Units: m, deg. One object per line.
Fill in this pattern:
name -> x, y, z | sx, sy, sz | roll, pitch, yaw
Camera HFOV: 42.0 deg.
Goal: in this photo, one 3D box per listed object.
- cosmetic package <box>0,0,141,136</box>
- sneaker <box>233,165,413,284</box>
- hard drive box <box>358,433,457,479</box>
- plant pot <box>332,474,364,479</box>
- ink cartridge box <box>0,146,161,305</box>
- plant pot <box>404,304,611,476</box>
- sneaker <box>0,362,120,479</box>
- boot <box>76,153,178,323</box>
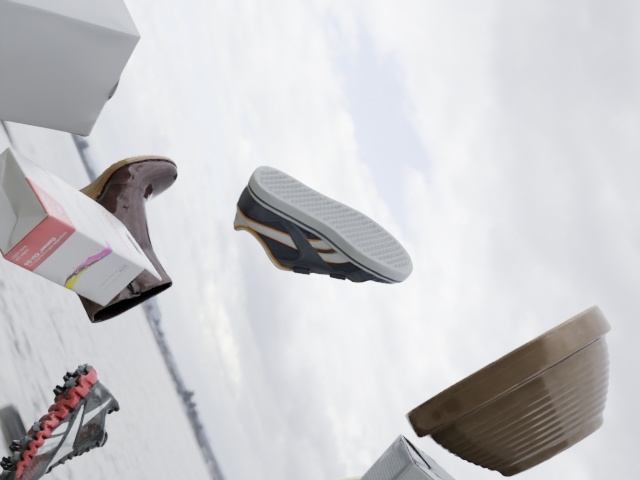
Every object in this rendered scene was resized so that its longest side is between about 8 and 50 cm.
cosmetic package -> -0.450, -0.279, 1.091 | 0.197, 0.365, 0.155 | -50, -128, 30
sneaker -> 0.000, 0.000, 1.444 | 0.127, 0.321, 0.126 | -55, -173, 31
hard drive box -> 0.080, 0.355, 0.875 | 0.181, 0.232, 0.089 | 40, 3, -7
plant pot -> 0.070, 0.347, 1.041 | 0.134, 0.095, 0.134 | 62, 3, -6
ink cartridge box -> -0.268, -0.003, 0.893 | 0.115, 0.067, 0.198 | 49, 4, 32
plant pot -> 0.216, 0.172, 0.876 | 0.110, 0.237, 0.237 | 61, -14, 15
sneaker -> -0.459, 0.357, 1.487 | 0.135, 0.276, 0.097 | 45, -38, -16
boot -> -0.262, -0.006, 1.162 | 0.207, 0.248, 0.090 | 46, -34, 23
